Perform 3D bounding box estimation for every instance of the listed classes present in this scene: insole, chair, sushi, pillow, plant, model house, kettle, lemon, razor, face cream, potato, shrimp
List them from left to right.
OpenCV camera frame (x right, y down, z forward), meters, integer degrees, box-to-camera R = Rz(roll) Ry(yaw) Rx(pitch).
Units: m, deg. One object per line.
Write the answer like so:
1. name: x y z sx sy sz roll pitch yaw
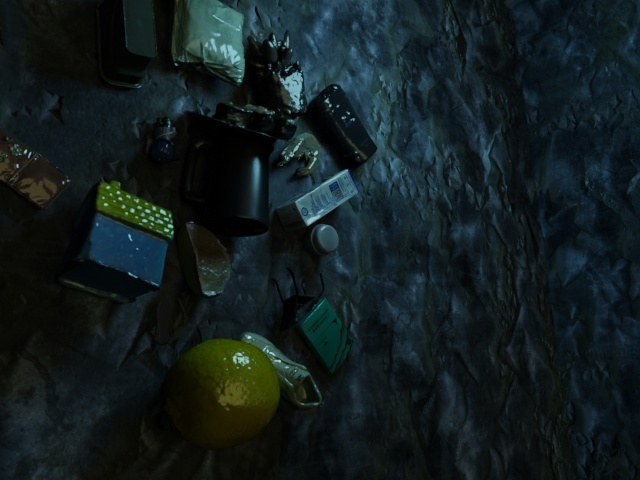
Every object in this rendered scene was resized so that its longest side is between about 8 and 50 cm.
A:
1. pillow: -0.791 -0.191 1.489 0.232 0.043 0.126 42 57 -27
2. model house: -0.553 -0.007 1.545 0.237 0.215 0.304 25 62 -33
3. insole: -0.469 0.245 1.691 0.045 0.002 0.135 4 78 -38
4. potato: -0.361 0.063 1.760 0.138 0.098 0.244 -8 80 -44
5. pillow: -0.371 -0.684 1.882 0.283 0.138 0.310 7 73 -39
6. lemon: -0.279 0.434 1.610 0.335 0.336 0.337 10 75 -38
7. kettle: -0.293 -0.183 1.839 0.203 0.261 0.308 47 42 -67
8. sushi: -0.207 -0.408 1.851 0.372 0.296 0.100 11 102 -37
9. plant: -0.153 -0.592 2.023 0.194 0.181 0.321 -18 97 -41
10. chair: -0.076 0.207 1.924 0.148 0.174 0.213 13 62 -33
11. shrimp: -0.080 -0.301 2.100 0.145 0.059 0.254 59 46 -27
12. face cream: 0.000 0.000 2.068 0.117 0.104 0.117 9 76 -39
13. razor: 0.091 -0.449 2.237 0.327 0.107 0.189 55 52 -19

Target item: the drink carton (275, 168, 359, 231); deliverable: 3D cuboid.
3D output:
1. drink carton: -0.009 -0.150 2.076 0.314 0.130 0.107 -34 102 -38

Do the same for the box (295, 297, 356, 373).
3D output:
1. box: 0.022 0.349 2.052 0.161 0.042 0.226 -44 109 -36

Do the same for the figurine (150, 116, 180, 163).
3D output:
1. figurine: -0.484 -0.310 1.752 0.086 0.087 0.149 -1 78 -2

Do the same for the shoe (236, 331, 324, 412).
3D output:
1. shoe: -0.123 0.421 1.805 0.342 0.210 0.132 53 53 -18

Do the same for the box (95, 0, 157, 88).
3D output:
1. box: -0.575 -0.611 1.671 0.138 0.178 0.275 -2 82 -40
